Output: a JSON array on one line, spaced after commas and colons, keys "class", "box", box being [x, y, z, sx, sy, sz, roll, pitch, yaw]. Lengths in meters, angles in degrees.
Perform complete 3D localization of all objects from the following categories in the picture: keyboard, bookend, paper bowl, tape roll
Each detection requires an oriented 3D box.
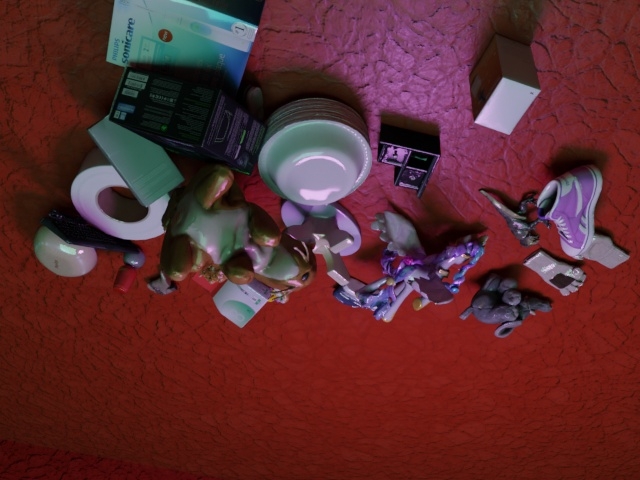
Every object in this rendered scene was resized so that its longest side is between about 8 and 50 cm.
[{"class": "keyboard", "box": [-0.657, -0.032, 1.960, 0.202, 0.033, 0.317, 32, -175, 20]}, {"class": "bookend", "box": [0.205, -0.201, 1.777, 0.157, 0.072, 0.156, 13, 137, -7]}, {"class": "paper bowl", "box": [-0.013, -0.198, 1.727, 0.284, 0.148, 0.284, -4, 139, -3]}, {"class": "tape roll", "box": [-0.531, -0.130, 1.920, 0.286, 0.100, 0.286, 3, 138, 3]}]

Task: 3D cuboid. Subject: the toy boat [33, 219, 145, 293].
[{"class": "toy boat", "box": [-0.695, 0.039, 2.100, 0.318, 0.148, 0.267, 25, 152, -14]}]

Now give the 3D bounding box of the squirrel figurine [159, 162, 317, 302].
[{"class": "squirrel figurine", "box": [-0.197, 0.002, 1.751, 0.370, 0.281, 0.397, 23, 175, -27]}]

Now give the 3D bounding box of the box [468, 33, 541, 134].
[{"class": "box", "box": [0.398, -0.342, 1.528, 0.091, 0.170, 0.130, 17, 136, -11]}]

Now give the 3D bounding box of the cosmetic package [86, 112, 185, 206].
[{"class": "cosmetic package", "box": [-0.459, -0.213, 1.737, 0.127, 0.107, 0.238, -36, 107, -14]}]

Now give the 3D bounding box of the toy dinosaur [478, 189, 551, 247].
[{"class": "toy dinosaur", "box": [0.549, -0.063, 1.899, 0.118, 0.064, 0.268, -22, 128, 37]}]

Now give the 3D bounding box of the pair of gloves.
[{"class": "pair of gloves", "box": [0.741, 0.060, 2.022, 0.204, 0.042, 0.240, 33, 130, -26]}]

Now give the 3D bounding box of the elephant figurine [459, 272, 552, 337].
[{"class": "elephant figurine", "box": [0.573, 0.215, 2.141, 0.186, 0.169, 0.239, 12, 164, 37]}]

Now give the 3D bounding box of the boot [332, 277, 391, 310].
[{"class": "boot", "box": [0.135, 0.186, 2.219, 0.190, 0.069, 0.086, 32, 139, -15]}]

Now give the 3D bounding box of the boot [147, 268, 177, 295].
[{"class": "boot", "box": [-0.518, 0.136, 2.250, 0.087, 0.042, 0.118, -6, 136, 16]}]

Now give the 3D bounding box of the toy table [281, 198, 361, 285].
[{"class": "toy table", "box": [0.000, 0.000, 1.956, 0.274, 0.160, 0.252, 29, 132, -22]}]

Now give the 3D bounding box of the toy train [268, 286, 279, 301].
[{"class": "toy train", "box": [-0.176, 0.136, 2.212, 0.166, 0.046, 0.125, -3, 122, 16]}]

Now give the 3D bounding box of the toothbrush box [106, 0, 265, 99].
[{"class": "toothbrush box", "box": [-0.293, -0.458, 1.517, 0.296, 0.126, 0.216, 18, 136, -11]}]

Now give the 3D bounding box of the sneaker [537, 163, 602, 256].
[{"class": "sneaker", "box": [0.626, -0.061, 1.823, 0.161, 0.102, 0.282, -20, 128, -15]}]

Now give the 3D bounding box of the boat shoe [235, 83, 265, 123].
[{"class": "boat shoe", "box": [-0.181, -0.299, 1.732, 0.065, 0.075, 0.206, 24, 140, 18]}]

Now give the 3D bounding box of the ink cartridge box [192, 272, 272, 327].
[{"class": "ink cartridge box", "box": [-0.287, 0.154, 2.193, 0.225, 0.056, 0.181, 35, 131, -9]}]

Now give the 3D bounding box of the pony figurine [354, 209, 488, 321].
[{"class": "pony figurine", "box": [0.269, 0.089, 1.978, 0.351, 0.302, 0.363, 0, 146, -45]}]

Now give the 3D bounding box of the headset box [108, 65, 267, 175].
[{"class": "headset box", "box": [-0.287, -0.264, 1.590, 0.246, 0.131, 0.283, 18, 178, 18]}]
